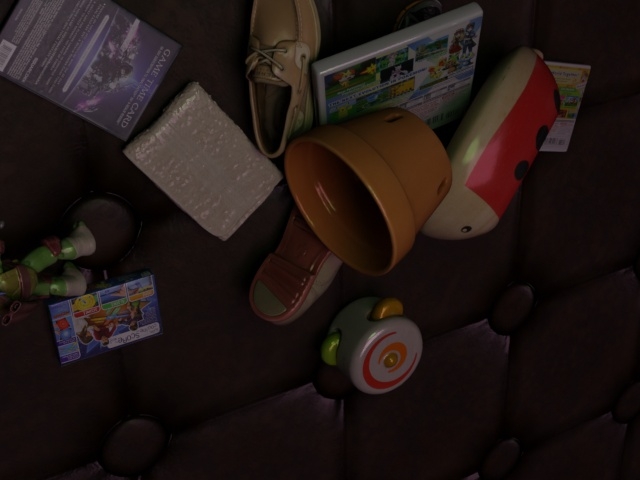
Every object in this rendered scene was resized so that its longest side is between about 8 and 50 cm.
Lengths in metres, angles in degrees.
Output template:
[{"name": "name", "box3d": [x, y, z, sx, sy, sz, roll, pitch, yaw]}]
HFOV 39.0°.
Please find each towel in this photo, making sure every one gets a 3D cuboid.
[{"name": "towel", "box3d": [-0.209, -0.140, 1.664, 0.187, 0.049, 0.282, -47, 128, -5]}]

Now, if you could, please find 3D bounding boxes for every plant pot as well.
[{"name": "plant pot", "box3d": [0.102, -0.109, 1.653, 0.203, 0.291, 0.291, -36, 128, -25]}]

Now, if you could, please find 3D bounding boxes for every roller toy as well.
[{"name": "roller toy", "box3d": [0.124, 0.232, 1.995, 0.209, 0.146, 0.191, -47, 129, -4]}]

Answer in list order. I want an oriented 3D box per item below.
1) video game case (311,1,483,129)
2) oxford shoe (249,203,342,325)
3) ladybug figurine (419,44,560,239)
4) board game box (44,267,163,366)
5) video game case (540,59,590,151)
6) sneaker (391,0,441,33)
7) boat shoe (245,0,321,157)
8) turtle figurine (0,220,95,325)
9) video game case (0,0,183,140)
[{"name": "video game case", "box3d": [0.143, -0.282, 1.708, 0.329, 0.036, 0.300, -22, 151, -10]}, {"name": "oxford shoe", "box3d": [0.000, 0.000, 1.839, 0.397, 0.140, 0.146, -51, 161, -6]}, {"name": "ladybug figurine", "box3d": [0.353, -0.188, 1.835, 0.449, 0.162, 0.305, -61, 172, -2]}, {"name": "board game box", "box3d": [-0.403, 0.143, 1.692, 0.201, 0.035, 0.136, -16, 121, -25]}, {"name": "video game case", "box3d": [0.496, -0.303, 2.036, 0.227, 0.026, 0.206, -2, 114, -30]}, {"name": "sneaker", "box3d": [0.172, -0.376, 1.759, 0.084, 0.083, 0.215, 36, 91, -38]}, {"name": "boat shoe", "box3d": [-0.072, -0.311, 1.592, 0.110, 0.121, 0.341, -51, 144, -52]}, {"name": "turtle figurine", "box3d": [-0.536, 0.038, 1.515, 0.266, 0.274, 0.198, -14, 99, -49]}, {"name": "video game case", "box3d": [-0.385, -0.307, 1.483, 0.274, 0.026, 0.196, 28, 97, -39]}]
